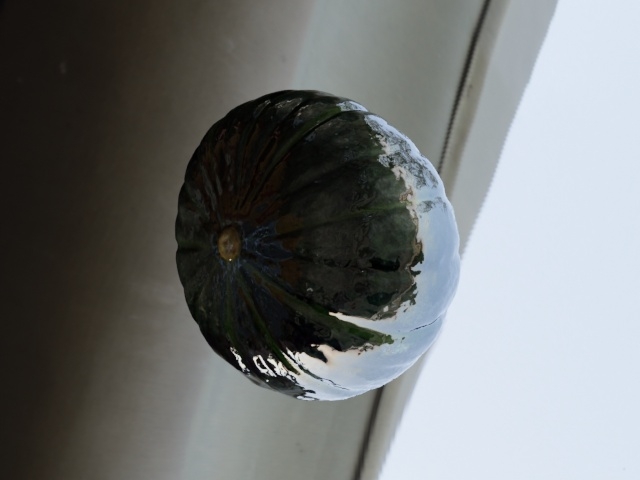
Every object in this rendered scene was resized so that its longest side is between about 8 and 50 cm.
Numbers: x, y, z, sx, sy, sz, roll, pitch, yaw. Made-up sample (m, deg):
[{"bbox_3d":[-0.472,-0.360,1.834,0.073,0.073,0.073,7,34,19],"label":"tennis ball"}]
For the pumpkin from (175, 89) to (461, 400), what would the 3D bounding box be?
[{"bbox_3d":[0.000,0.000,0.936,0.249,0.216,0.250,17,-62,34],"label":"pumpkin"}]
